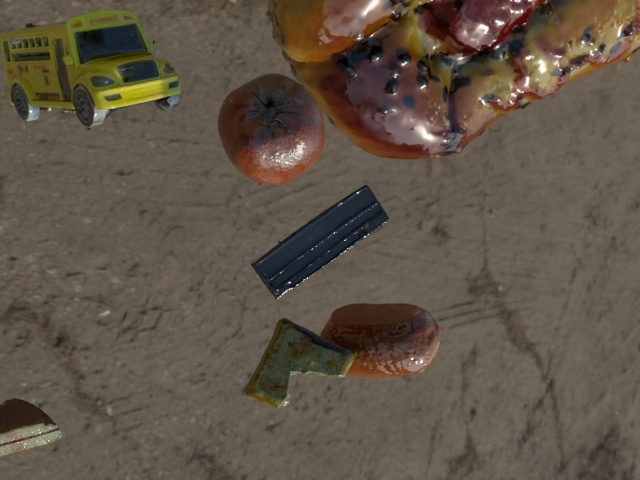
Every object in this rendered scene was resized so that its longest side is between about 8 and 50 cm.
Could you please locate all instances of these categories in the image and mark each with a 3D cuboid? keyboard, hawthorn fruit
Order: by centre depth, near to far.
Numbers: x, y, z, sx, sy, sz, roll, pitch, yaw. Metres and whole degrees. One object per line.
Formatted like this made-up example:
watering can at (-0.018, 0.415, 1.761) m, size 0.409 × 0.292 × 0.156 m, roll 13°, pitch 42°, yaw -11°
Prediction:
keyboard at (0.000, 0.000, 1.351) m, size 0.250 × 0.017 × 0.087 m, roll -36°, pitch 100°, yaw -1°
hawthorn fruit at (-0.097, -0.198, 1.512) m, size 0.210 × 0.211 × 0.262 m, roll -61°, pitch 174°, yaw -25°

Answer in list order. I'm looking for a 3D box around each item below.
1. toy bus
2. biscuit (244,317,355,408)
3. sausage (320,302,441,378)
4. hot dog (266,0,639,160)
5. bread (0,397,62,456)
toy bus at (-0.349, -0.258, 1.141) m, size 0.144 × 0.330 × 0.152 m, roll -22°, pitch 113°, yaw -39°
biscuit at (-0.044, 0.262, 1.531) m, size 0.183 × 0.174 × 0.039 m, roll -59°, pitch 176°, yaw -19°
sausage at (0.127, 0.215, 1.646) m, size 0.153 × 0.268 × 0.141 m, roll -60°, pitch 141°, yaw -60°
hot dog at (0.127, -0.261, 0.739) m, size 0.365 × 0.196 × 0.367 m, roll -27°, pitch 129°, yaw 0°
bread at (-0.350, 0.211, 0.879) m, size 0.062 × 0.109 × 0.043 m, roll -106°, pitch -176°, yaw -53°
